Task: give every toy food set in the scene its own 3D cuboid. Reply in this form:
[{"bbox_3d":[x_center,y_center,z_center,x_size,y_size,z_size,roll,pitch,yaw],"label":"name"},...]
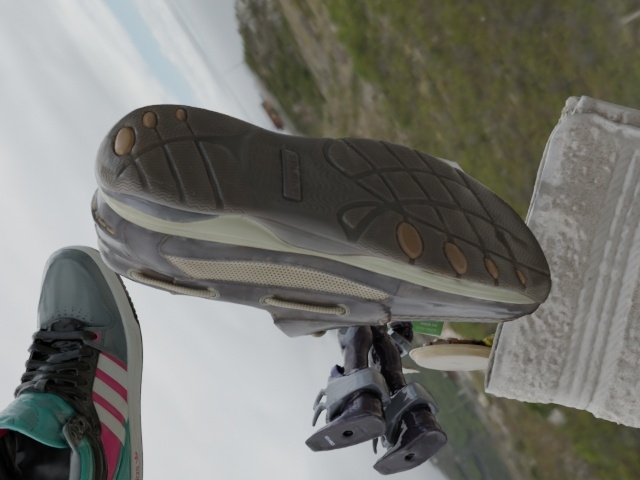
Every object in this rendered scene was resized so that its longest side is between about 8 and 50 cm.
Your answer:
[{"bbox_3d":[0.179,0.142,1.350,0.132,0.192,0.039,36,-128,-60],"label":"toy food set"}]

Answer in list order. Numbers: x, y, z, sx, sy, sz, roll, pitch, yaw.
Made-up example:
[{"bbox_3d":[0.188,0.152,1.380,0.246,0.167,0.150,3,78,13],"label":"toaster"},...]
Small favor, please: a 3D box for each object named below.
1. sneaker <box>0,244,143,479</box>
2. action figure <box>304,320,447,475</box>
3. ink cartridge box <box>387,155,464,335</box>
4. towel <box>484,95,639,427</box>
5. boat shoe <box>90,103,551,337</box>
[{"bbox_3d":[-0.263,0.149,1.010,0.178,0.123,0.296,7,-105,-72],"label":"sneaker"},{"bbox_3d":[0.044,0.092,1.048,0.185,0.099,0.285,38,-150,-31],"label":"action figure"},{"bbox_3d":[0.140,-0.001,1.459,0.160,0.092,0.219,-106,28,-70],"label":"ink cartridge box"},{"bbox_3d":[0.269,0.024,0.926,0.187,0.282,0.049,13,-174,2],"label":"towel"},{"bbox_3d":[0.000,0.000,0.789,0.130,0.355,0.132,119,161,-44],"label":"boat shoe"}]
